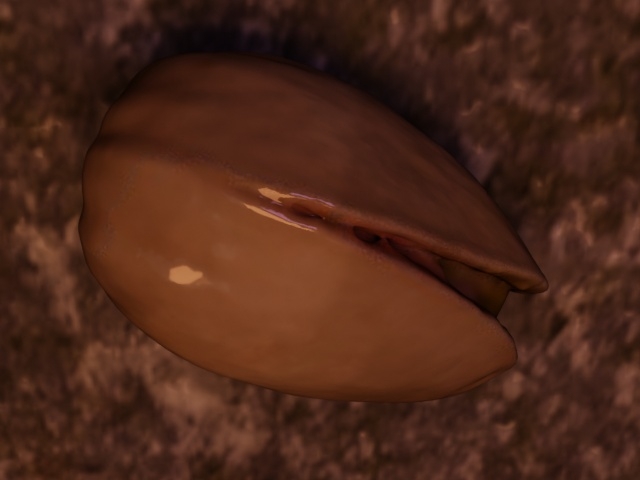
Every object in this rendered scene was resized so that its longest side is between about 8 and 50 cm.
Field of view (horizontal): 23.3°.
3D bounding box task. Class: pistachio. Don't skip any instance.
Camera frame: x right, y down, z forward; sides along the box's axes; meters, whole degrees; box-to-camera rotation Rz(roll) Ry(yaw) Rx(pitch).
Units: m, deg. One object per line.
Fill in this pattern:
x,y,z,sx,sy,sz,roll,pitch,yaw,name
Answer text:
0.000,0.000,0.952,0.318,0.214,0.193,20,84,-24,pistachio
